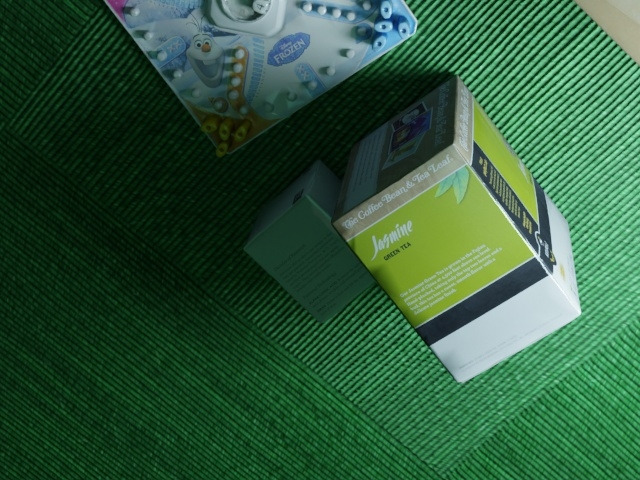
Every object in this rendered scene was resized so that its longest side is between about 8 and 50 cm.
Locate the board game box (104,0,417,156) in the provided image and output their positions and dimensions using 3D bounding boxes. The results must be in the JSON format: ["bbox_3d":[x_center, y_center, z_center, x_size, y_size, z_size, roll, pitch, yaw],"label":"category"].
[{"bbox_3d":[-0.115,-0.373,1.875,0.390,0.050,0.390,-31,108,19],"label":"board game box"}]

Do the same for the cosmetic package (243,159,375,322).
[{"bbox_3d":[0.000,0.000,1.977,0.183,0.151,0.151,44,112,-12],"label":"cosmetic package"}]

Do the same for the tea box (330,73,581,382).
[{"bbox_3d":[0.208,-0.027,1.841,0.220,0.329,0.323,-32,106,20],"label":"tea box"}]

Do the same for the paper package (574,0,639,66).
[{"bbox_3d":[0.473,-0.350,1.670,0.325,0.309,0.168,41,115,-10],"label":"paper package"}]
